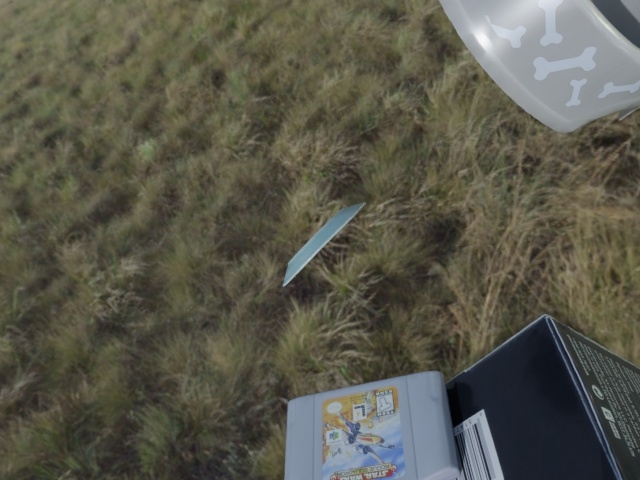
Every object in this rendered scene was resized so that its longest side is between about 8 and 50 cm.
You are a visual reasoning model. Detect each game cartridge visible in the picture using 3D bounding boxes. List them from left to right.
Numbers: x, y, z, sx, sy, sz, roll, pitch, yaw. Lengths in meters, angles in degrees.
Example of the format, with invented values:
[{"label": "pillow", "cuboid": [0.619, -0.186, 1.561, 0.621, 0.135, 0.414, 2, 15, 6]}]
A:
[{"label": "game cartridge", "cuboid": [0.077, 0.340, 0.948, 0.296, 0.062, 0.198, -16, 40, 16]}]

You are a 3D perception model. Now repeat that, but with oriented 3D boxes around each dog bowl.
[{"label": "dog bowl", "cuboid": [0.268, -0.288, 0.611, 0.102, 0.348, 0.349, -33, 20, 50]}]

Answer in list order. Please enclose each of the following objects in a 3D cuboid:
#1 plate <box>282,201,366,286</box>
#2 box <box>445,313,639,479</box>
[{"label": "plate", "cuboid": [0.000, 0.000, 0.895, 0.188, 0.024, 0.188, -45, -1, -1]}, {"label": "box", "cuboid": [0.412, 0.445, 0.986, 0.480, 0.471, 0.298, -48, 29, 32]}]
